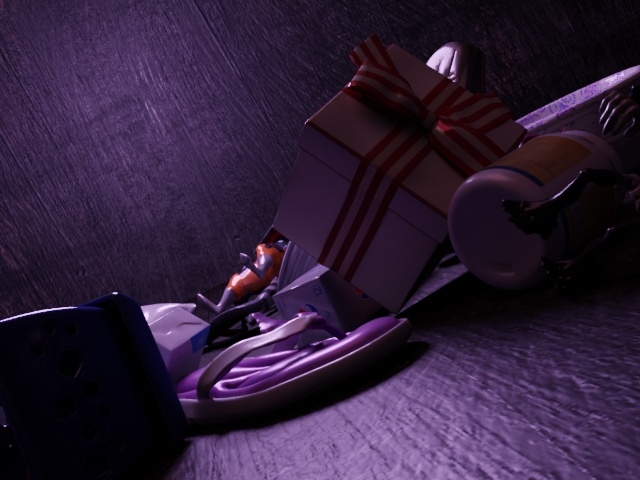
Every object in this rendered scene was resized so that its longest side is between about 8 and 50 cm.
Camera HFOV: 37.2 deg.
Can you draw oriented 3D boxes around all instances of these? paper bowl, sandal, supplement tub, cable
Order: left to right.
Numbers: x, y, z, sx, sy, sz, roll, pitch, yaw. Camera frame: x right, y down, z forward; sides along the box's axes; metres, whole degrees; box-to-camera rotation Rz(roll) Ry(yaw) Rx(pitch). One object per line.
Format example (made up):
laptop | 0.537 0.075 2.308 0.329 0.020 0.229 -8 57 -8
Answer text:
sandal | -0.190 0.180 1.857 0.097 0.054 0.254 -20 -11 -48
sandal | -0.077 0.144 1.153 0.416 0.102 0.169 -23 6 40
cable | 0.000 0.000 1.712 0.257 0.089 0.257 45 -116 -87
supplement tub | 0.258 -0.041 1.111 0.200 0.144 0.144 -29 5 -41
paper bowl | 0.428 -0.162 1.540 0.284 0.148 0.284 -26 4 2

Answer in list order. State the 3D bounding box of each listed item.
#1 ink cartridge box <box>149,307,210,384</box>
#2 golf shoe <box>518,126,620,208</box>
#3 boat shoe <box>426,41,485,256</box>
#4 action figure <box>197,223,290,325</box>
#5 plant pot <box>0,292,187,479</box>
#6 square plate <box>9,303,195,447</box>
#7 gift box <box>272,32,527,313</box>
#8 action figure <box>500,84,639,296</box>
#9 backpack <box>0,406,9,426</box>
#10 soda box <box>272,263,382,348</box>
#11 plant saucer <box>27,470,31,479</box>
ink cartridge box | -0.226 0.197 1.349 0.104 0.060 0.180 -34 -34 -59
golf shoe | 0.316 -0.084 1.348 0.115 0.140 0.306 -28 3 -12
boat shoe | 0.218 -0.140 1.478 0.130 0.355 0.132 -9 34 -20
action figure | -0.105 0.089 2.073 0.330 0.178 0.341 -21 -28 -47
plant pot | -0.311 0.194 1.158 0.212 0.235 0.236 -22 0 -37
square plate | -0.406 0.221 1.550 0.344 0.049 0.347 -9 36 48
gift box | 0.108 -0.109 1.293 0.276 0.255 0.258 -53 -8 -38
action figure | 0.316 -0.055 0.883 0.276 0.164 0.141 -35 -19 26
backpack | -0.364 0.219 1.342 0.115 0.152 0.182 16 53 42
soda box | 0.048 0.064 1.434 0.091 0.098 0.286 -24 5 32
plant saucer | -0.474 0.355 1.315 0.200 0.037 0.200 -23 10 4
